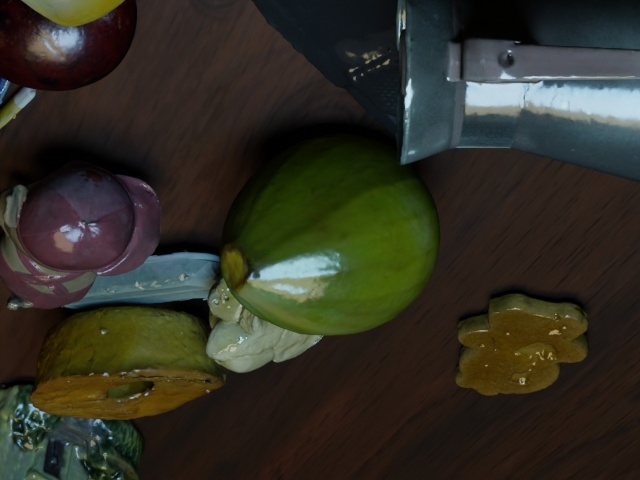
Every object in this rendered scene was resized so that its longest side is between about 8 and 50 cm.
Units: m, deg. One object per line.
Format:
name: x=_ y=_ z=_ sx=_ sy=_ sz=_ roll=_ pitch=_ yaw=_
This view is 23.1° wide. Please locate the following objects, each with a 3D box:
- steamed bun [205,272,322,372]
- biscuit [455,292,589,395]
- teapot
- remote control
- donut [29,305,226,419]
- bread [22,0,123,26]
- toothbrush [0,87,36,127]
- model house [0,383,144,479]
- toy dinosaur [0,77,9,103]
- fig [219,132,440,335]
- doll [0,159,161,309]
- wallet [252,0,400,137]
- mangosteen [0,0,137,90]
steamed bun: x=-0.077 y=0.078 z=2.015 sx=0.192 sy=0.106 sz=0.177 roll=-29 pitch=149 yaw=-17
biscuit: x=0.273 y=0.146 z=2.161 sx=0.184 sy=0.035 sz=0.249 roll=8 pitch=145 yaw=-4
teapot: x=0.246 y=-0.166 z=1.488 sx=0.344 sy=0.253 sz=0.300 roll=-1 pitch=-176 yaw=0
remote control: x=-0.238 y=0.054 z=2.056 sx=0.247 sy=0.052 sz=0.104 roll=-8 pitch=162 yaw=18
donut: x=-0.261 y=0.166 z=2.136 sx=0.277 sy=0.108 sz=0.277 roll=-3 pitch=162 yaw=-1
bread: x=-0.266 y=-0.380 z=1.284 sx=0.329 sy=0.245 sz=0.424 roll=1 pitch=150 yaw=5
toothbrush: x=-0.415 y=-0.114 z=1.875 sx=0.024 sy=0.021 sz=0.288 roll=18 pitch=144 yaw=-37
model house: x=-0.435 y=0.403 z=2.407 sx=0.261 sy=0.266 sz=0.321 roll=-21 pitch=138 yaw=38
toy dinosaur: x=-0.434 y=-0.112 z=1.821 sx=0.329 sy=0.076 sz=0.144 roll=-21 pitch=101 yaw=32
fig: x=0.000 y=0.000 z=1.790 sx=0.239 sy=0.239 sz=0.271 roll=-33 pitch=172 yaw=41
doll: x=-0.303 y=-0.015 z=1.894 sx=0.196 sy=0.152 sz=0.256 roll=-16 pitch=171 yaw=-28
wallet: x=0.109 y=-0.212 z=1.669 sx=0.247 sy=0.041 sz=0.323 roll=-20 pitch=136 yaw=28
mangosteen: x=-0.272 y=-0.246 z=1.555 sx=0.199 sy=0.200 sz=0.200 roll=3 pitch=145 yaw=2
